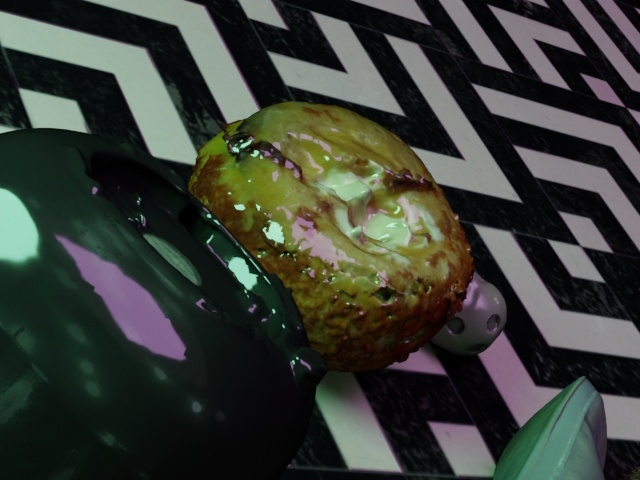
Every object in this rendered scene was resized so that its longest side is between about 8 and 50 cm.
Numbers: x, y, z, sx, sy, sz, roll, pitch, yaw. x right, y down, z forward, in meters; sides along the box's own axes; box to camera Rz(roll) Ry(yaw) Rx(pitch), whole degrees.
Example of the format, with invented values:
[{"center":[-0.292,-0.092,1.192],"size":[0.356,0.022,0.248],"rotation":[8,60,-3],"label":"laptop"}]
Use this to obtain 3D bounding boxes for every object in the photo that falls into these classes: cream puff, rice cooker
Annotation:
[{"center":[-0.001,0.000,1.166],"size":[0.240,0.164,0.240],"rotation":[20,48,-24],"label":"cream puff"},{"center":[-0.135,0.077,0.797],"size":[0.267,0.224,0.267],"rotation":[43,11,-10],"label":"rice cooker"}]

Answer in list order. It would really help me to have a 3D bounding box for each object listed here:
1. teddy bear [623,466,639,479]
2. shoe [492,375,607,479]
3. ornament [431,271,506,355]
[{"center":[0.310,0.257,1.221],"size":[0.160,0.078,0.119],"rotation":[33,-6,6],"label":"teddy bear"},{"center":[0.182,0.198,1.140],"size":[0.100,0.103,0.251],"rotation":[38,34,4],"label":"shoe"},{"center":[0.090,0.036,1.294],"size":[0.156,0.081,0.075],"rotation":[36,34,7],"label":"ornament"}]
